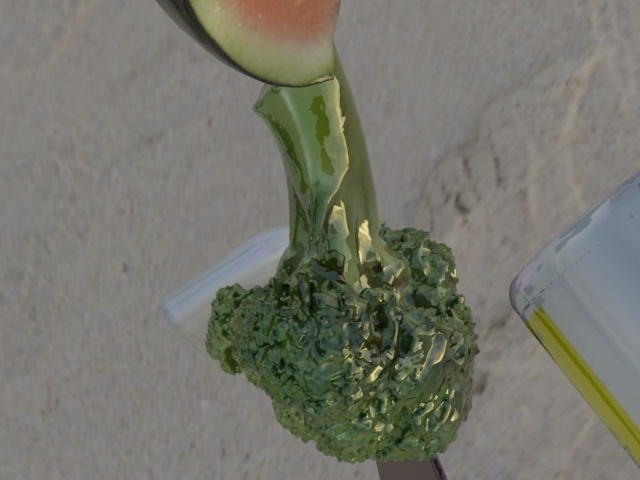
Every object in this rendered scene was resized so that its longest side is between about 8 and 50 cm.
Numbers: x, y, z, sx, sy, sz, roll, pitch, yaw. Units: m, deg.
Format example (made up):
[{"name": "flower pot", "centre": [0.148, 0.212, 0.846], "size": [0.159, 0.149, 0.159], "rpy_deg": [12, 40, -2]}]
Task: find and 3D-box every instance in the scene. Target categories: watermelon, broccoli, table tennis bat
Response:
[{"name": "watermelon", "centre": [-0.066, -0.178, 0.894], "size": [0.145, 0.193, 0.137], "rpy_deg": [28, 76, 36]}, {"name": "broccoli", "centre": [-0.009, 0.034, 1.182], "size": [0.186, 0.302, 0.254], "rpy_deg": [-20, 42, 22]}, {"name": "table tennis bat", "centre": [0.100, 0.247, 1.478], "size": [0.021, 0.154, 0.274], "rpy_deg": [-14, 43, -17]}]

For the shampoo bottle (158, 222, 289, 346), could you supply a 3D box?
[{"name": "shampoo bottle", "centre": [-0.049, 0.027, 1.652], "size": [0.221, 0.108, 0.051], "rpy_deg": [-33, 62, 16]}]

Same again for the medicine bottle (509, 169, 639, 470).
[{"name": "medicine bottle", "centre": [0.224, 0.082, 0.856], "size": [0.143, 0.143, 0.258], "rpy_deg": [-36, 78, -14]}]
